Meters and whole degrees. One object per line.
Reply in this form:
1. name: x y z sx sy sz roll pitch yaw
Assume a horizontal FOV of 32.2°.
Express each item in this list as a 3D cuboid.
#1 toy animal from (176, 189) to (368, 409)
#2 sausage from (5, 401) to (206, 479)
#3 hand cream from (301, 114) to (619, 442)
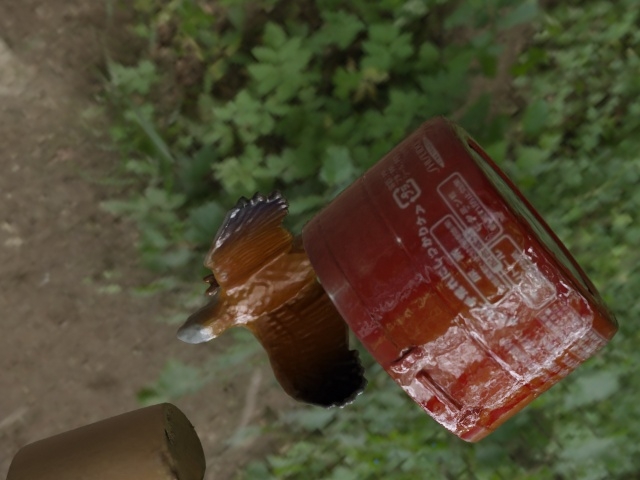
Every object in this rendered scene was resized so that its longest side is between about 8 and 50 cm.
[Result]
1. toy animal: -0.016 0.004 1.182 0.284 0.225 0.302 -42 -162 -34
2. sausage: -0.254 0.277 1.346 0.253 0.123 0.123 -19 -172 26
3. hand cream: 0.092 0.023 0.730 0.125 0.193 0.193 -38 179 12
